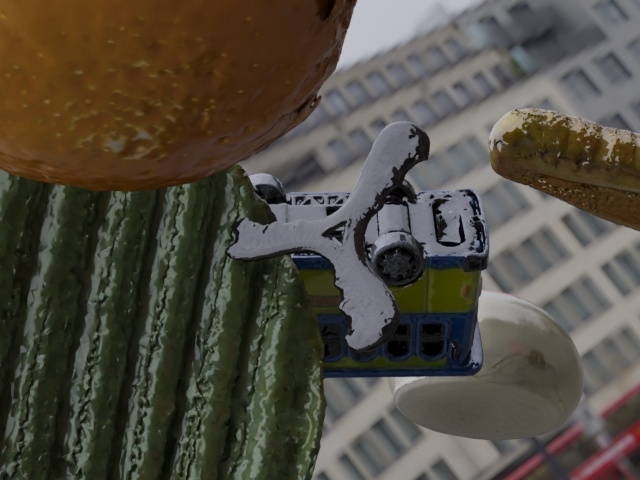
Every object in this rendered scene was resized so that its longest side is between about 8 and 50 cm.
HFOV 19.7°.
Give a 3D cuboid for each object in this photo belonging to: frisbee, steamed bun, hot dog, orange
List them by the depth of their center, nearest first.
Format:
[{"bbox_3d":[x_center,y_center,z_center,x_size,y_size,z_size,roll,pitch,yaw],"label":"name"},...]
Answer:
[{"bbox_3d":[-0.136,-0.196,1.095,0.293,0.340,0.340,1,-28,-23],"label":"orange"},{"bbox_3d":[0.266,-0.042,1.362,0.083,0.289,0.068,91,-161,-55],"label":"hot dog"},{"bbox_3d":[0.000,0.000,1.572,0.187,0.211,0.012,-6,-27,25],"label":"frisbee"},{"bbox_3d":[0.195,0.137,2.171,0.232,0.145,0.232,6,-26,3],"label":"steamed bun"}]

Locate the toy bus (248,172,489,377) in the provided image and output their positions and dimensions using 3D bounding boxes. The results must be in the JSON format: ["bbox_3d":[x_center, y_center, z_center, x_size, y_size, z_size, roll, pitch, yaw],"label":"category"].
[{"bbox_3d":[0.021,0.040,1.847,0.138,0.287,0.175,-92,2,-57],"label":"toy bus"}]

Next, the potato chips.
[{"bbox_3d":[-0.164,0.072,1.573,0.358,0.429,0.070,11,-19,-17],"label":"potato chips"}]
